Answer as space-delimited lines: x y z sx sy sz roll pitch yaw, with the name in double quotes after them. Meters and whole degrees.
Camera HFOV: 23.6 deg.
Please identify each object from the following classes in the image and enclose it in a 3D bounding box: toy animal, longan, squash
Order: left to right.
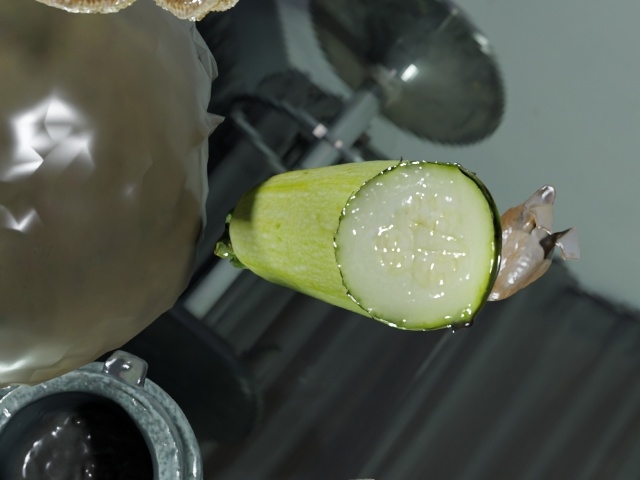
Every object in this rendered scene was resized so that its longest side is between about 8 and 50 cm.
-0.268 -0.083 1.333 0.404 0.435 0.404 17 142 14 "longan"
-0.008 -0.010 1.214 0.287 0.137 0.137 9 141 44 "squash"
0.234 0.008 1.873 0.089 0.188 0.179 45 133 -14 "toy animal"

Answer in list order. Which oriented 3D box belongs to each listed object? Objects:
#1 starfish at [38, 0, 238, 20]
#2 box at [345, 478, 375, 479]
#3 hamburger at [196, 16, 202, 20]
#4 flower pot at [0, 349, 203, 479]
-0.097 -0.195 0.992 0.210 0.150 0.053 -17 154 12 "starfish"
-0.073 0.156 0.502 0.201 0.141 0.058 -10 174 21 "box"
-0.292 -0.323 1.799 0.237 0.276 0.276 -18 123 30 "hamburger"
-0.286 0.263 1.787 0.299 0.299 0.283 37 170 5 "flower pot"
